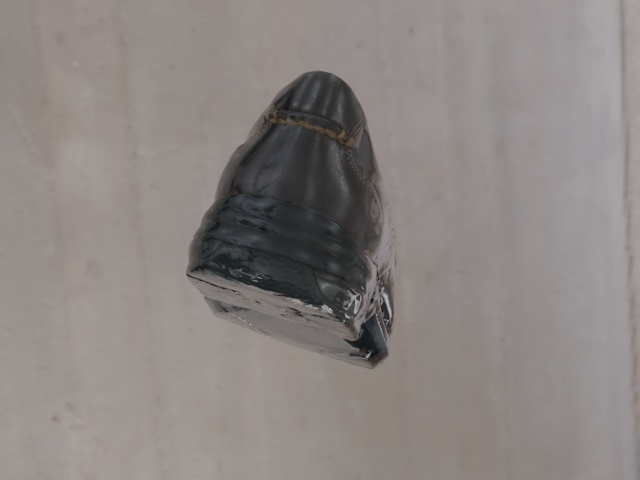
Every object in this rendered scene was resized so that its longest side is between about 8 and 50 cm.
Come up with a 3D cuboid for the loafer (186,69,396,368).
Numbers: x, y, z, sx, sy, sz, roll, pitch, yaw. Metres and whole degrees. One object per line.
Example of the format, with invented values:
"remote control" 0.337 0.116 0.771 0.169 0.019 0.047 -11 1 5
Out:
"loafer" 0.000 0.000 0.461 0.062 0.170 0.061 18 81 1
